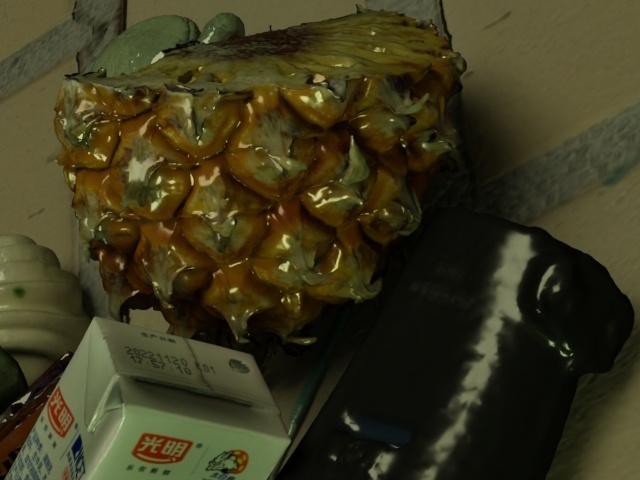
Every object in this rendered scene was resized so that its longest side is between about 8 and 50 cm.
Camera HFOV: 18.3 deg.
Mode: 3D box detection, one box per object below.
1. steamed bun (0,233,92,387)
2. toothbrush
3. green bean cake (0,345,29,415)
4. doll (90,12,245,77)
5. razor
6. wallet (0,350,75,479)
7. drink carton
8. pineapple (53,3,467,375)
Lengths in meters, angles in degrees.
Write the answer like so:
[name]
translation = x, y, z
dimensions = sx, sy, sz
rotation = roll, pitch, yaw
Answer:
[steamed bun]
translation = -0.284, 0.073, 1.680
dimensions = 0.183, 0.106, 0.183
rotation = -23, 47, 26
[toothbrush]
translation = -0.015, 0.119, 1.461
dimensions = 0.011, 0.014, 0.167
rotation = -1, 58, 53
[green bean cake]
translation = -0.290, 0.160, 1.552
dimensions = 0.094, 0.185, 0.183
rotation = -28, 25, -35
[doll]
translation = -0.155, -0.144, 1.761
dimensions = 0.214, 0.071, 0.104
rotation = -22, 45, 34
[razor]
translation = 0.067, 0.136, 1.296
dimensions = 0.189, 0.107, 0.327
rotation = 14, 69, 50
[wallet]
translation = -0.196, 0.201, 1.452
dimensions = 0.195, 0.161, 0.042
rotation = -42, 13, 4
[drink carton]
translation = -0.155, 0.207, 1.347
dimensions = 0.315, 0.130, 0.106
rotation = -60, 35, 23
[pineapple]
translation = 0.000, 0.003, 1.396
dimensions = 0.209, 0.344, 0.286
rotation = 21, 118, 44
